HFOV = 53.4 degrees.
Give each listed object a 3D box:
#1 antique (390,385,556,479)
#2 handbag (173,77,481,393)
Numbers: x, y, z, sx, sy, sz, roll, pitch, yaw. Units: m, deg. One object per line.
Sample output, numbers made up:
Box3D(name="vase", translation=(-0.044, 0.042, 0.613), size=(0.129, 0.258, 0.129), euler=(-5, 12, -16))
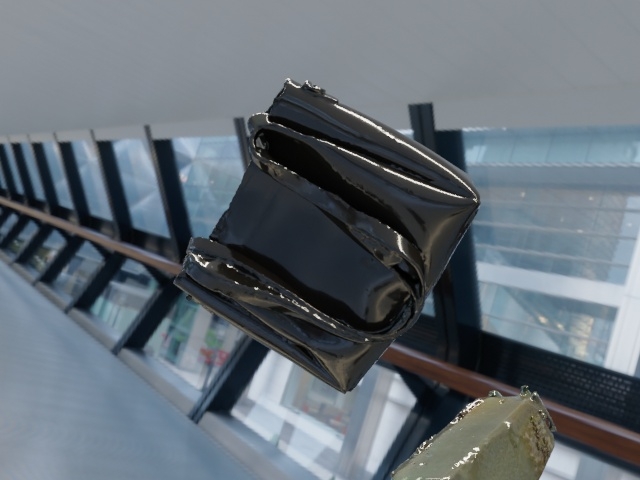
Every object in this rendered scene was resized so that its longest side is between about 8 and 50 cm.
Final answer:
Box3D(name="antique", translation=(0.227, 0.320, 0.900), size=(0.125, 0.284, 0.150), euler=(-21, -80, 50))
Box3D(name="handbag", translation=(0.000, 0.000, 0.692), size=(0.257, 0.285, 0.113), euler=(30, 18, -6))
